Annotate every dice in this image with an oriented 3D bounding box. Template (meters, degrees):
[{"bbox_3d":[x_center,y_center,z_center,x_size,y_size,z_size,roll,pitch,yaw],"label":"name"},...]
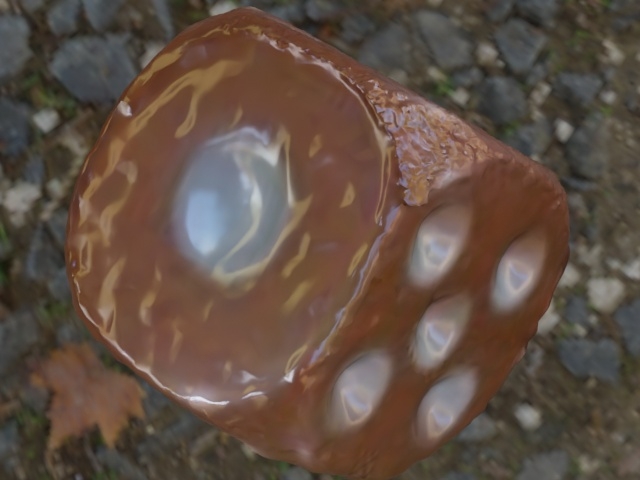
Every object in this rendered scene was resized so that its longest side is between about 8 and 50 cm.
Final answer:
[{"bbox_3d":[0.000,0.000,0.902,0.179,0.174,0.175,15,104,-57],"label":"dice"}]
